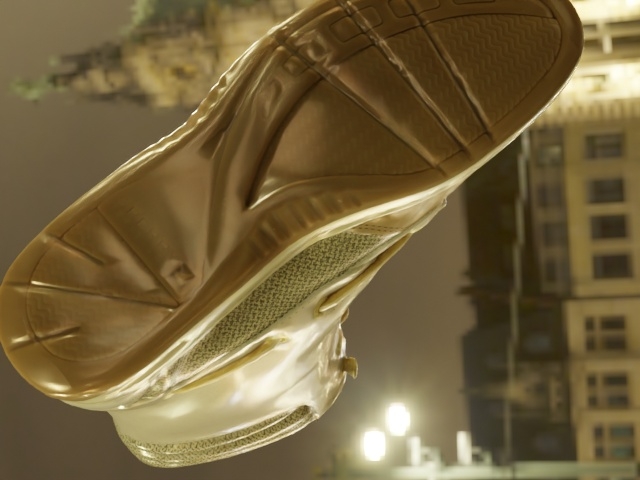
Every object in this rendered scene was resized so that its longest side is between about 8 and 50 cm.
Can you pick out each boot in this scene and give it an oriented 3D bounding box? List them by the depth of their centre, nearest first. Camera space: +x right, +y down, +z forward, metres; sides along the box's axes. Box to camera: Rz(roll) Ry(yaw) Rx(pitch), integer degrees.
[{"bbox_3d":[0.000,0.000,0.723,0.095,0.262,0.203,50,174,20],"label":"boot"}]
